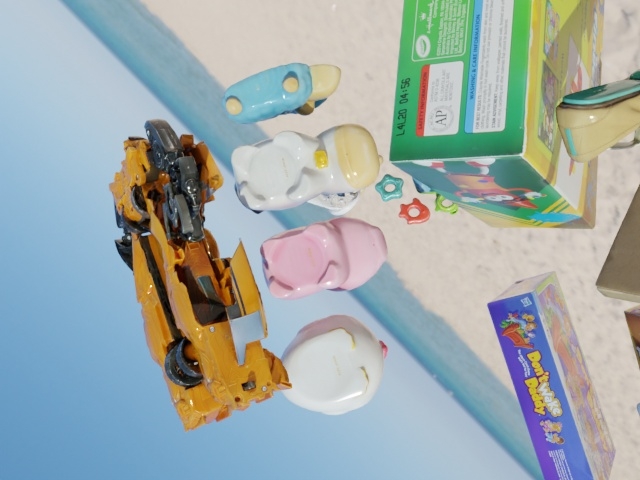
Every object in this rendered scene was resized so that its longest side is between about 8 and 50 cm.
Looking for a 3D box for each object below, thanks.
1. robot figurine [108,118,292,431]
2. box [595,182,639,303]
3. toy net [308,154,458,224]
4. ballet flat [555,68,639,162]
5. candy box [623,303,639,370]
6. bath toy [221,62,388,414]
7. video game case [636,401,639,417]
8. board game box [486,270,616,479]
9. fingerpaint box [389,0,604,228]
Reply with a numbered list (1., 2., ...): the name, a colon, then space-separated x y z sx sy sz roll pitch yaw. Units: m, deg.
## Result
1. robot figurine: -0.129 0.029 0.712 0.211 0.085 0.290 -37 68 54
2. box: 0.341 -0.014 0.595 0.021 0.164 0.201 33 169 -28
3. toy net: 0.088 -0.067 1.064 0.045 0.232 0.122 63 -161 -67
4. ballet flat: 0.338 -0.142 0.762 0.080 0.232 0.073 31 139 61
5. candy box: 0.522 0.189 1.078 0.109 0.053 0.186 -169 62 -76
6. bath toy: 0.000 0.000 0.759 0.129 0.152 0.347 22 -123 -84
7. video game case: 0.500 0.137 0.736 0.204 0.286 0.025 112 157 -52
8. board game box: 0.399 0.241 1.245 0.233 0.078 0.346 -15 -94 -63
9. fingerpaint box: 0.249 -0.264 0.944 0.163 0.444 0.371 1 170 32
